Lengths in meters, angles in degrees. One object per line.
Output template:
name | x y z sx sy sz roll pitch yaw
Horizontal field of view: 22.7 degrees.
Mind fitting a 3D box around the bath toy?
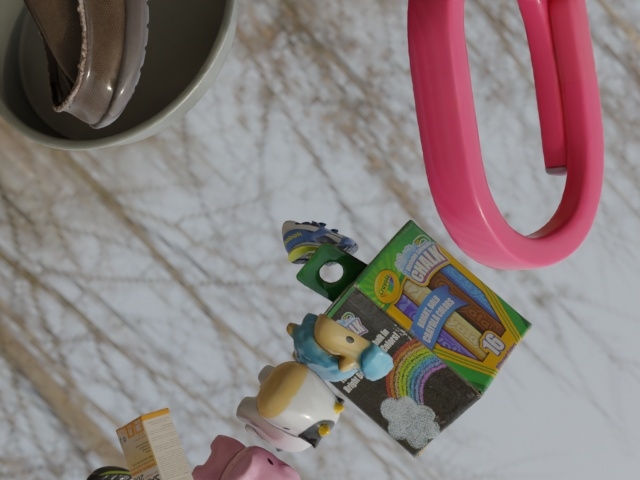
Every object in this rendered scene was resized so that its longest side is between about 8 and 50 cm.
bath toy | -0.061 0.245 1.671 0.348 0.129 0.151 -56 159 -16

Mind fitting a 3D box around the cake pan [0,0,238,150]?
cake pan | -0.207 -0.220 1.600 0.293 0.054 0.293 -8 -110 22

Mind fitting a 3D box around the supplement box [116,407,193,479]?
supplement box | -0.167 0.227 1.621 0.036 0.098 0.062 -13 168 -37

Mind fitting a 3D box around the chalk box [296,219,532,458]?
chalk box | 0.102 0.111 2.158 0.179 0.289 0.180 -44 176 -47

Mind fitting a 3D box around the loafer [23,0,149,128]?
loafer | -0.243 -0.271 1.362 0.130 0.365 0.134 -9 175 -28

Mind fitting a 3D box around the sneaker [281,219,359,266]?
sneaker | 0.000 0.000 2.235 0.053 0.144 0.059 -42 -118 26

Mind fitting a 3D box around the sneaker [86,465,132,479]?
sneaker | -0.263 0.389 2.326 0.121 0.300 0.111 30 -98 35

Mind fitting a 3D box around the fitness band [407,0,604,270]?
fitness band | 0.152 -0.120 1.301 0.054 0.290 0.209 -5 -174 42
